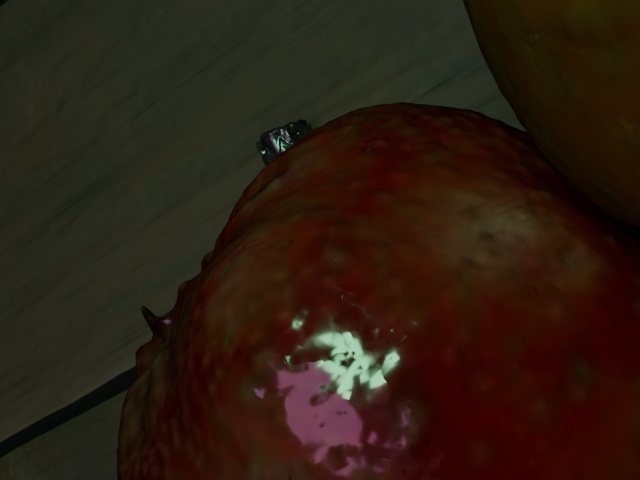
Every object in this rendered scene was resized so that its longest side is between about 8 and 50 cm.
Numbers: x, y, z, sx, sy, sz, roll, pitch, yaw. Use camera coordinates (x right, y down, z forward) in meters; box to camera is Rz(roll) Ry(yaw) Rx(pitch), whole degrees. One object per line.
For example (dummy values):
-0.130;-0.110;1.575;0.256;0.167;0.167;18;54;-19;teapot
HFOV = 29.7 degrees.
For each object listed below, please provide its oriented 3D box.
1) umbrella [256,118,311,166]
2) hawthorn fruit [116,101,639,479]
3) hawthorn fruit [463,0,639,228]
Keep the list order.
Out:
0.000;0.000;0.685;0.040;0.037;0.144;-27;75;21;umbrella
0.068;0.094;0.524;0.307;0.265;0.265;34;115;5;hawthorn fruit
0.176;-0.111;0.422;0.268;0.268;0.301;-13;91;36;hawthorn fruit
